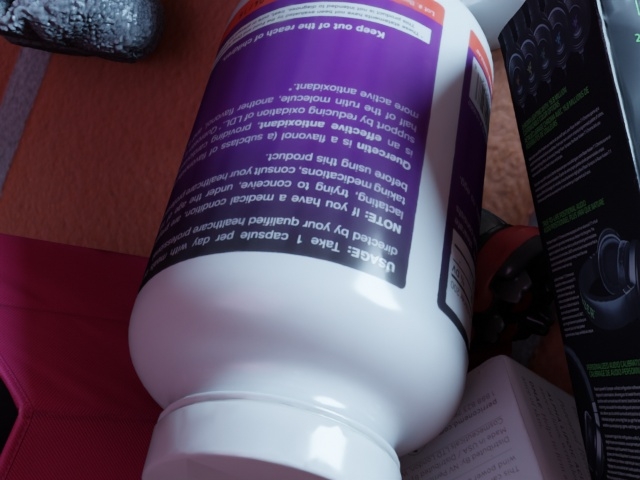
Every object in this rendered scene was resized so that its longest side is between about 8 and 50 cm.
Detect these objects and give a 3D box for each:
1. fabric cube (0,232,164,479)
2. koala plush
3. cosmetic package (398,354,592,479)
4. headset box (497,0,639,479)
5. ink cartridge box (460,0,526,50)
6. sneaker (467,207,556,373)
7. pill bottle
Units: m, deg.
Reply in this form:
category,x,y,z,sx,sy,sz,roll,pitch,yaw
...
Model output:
category,x,y,z,sx,sy,sz,roll,pitch,yaw
fabric cube,-0.207,0.160,0.722,0.259,0.258,0.254,39,109,41
koala plush,-0.217,-0.279,0.826,0.203,0.196,0.221,13,95,20
cosmetic package,0.120,0.192,0.567,0.151,0.183,0.151,-36,44,25
headset box,0.244,-0.030,0.484,0.246,0.131,0.283,-9,82,-9
ink cartridge box,0.066,-0.276,0.680,0.207,0.117,0.283,-13,82,32
sneaker,0.062,0.088,0.685,0.135,0.097,0.276,41,113,35
pill bottle,0.000,0.000,0.545,0.181,0.181,0.323,-12,48,31
